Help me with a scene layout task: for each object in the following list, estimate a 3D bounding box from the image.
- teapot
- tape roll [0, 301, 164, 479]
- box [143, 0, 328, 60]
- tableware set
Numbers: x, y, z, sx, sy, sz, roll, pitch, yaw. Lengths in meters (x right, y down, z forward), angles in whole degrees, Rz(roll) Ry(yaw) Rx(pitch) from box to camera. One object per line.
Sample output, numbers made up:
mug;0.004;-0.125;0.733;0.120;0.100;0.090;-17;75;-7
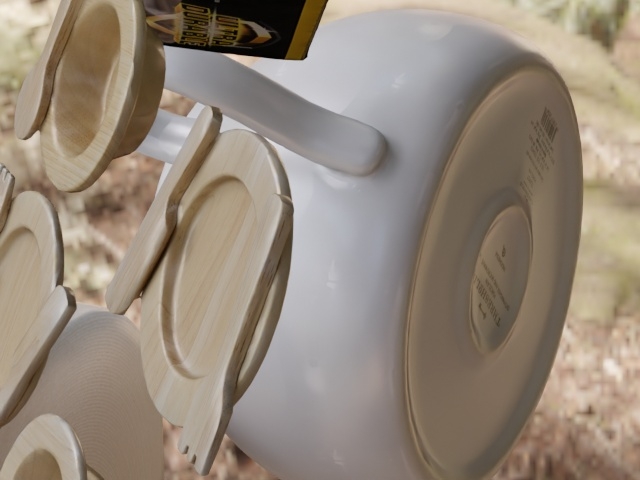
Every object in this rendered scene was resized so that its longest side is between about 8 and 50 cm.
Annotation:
teapot;0.000;0.000;0.934;0.187;0.256;0.252;12;25;26
tape roll;-0.164;0.212;0.910;0.072;0.392;0.392;11;46;11
box;-0.017;-0.235;0.612;0.079;0.257;0.322;5;84;-5
tableware set;-0.057;0.013;0.465;0.020;0.141;0.168;12;29;-29
